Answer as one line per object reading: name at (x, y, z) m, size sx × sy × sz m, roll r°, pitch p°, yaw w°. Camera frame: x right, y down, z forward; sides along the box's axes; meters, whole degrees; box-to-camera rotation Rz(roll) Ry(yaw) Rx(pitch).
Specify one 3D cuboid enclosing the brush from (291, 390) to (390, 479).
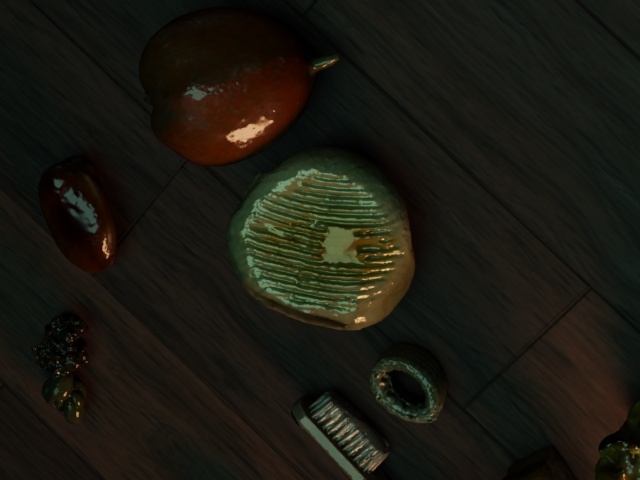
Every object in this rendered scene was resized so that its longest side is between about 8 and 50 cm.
brush at (0.092, 0.326, 1.929) m, size 0.065 × 0.070 × 0.327 m, roll -41°, pitch 91°, yaw 16°

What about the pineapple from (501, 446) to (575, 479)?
pineapple at (0.292, 0.365, 1.822) m, size 0.115 × 0.186 × 0.236 m, roll -26°, pitch 139°, yaw 20°

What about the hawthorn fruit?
hawthorn fruit at (-0.097, -0.202, 1.768) m, size 0.251 × 0.199 × 0.199 m, roll -14°, pitch 102°, yaw 11°

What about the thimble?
thimble at (0.119, 0.191, 1.872) m, size 0.084 × 0.062 × 0.110 m, roll -39°, pitch 90°, yaw 27°

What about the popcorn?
popcorn at (0.431, 0.258, 1.704) m, size 0.168 × 0.195 × 0.173 m, roll -19°, pitch 95°, yaw 32°

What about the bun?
bun at (0.000, 0.000, 1.808) m, size 0.244 × 0.153 × 0.243 m, roll 0°, pitch 93°, yaw 5°

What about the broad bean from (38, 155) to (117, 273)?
broad bean at (-0.329, -0.032, 1.952) m, size 0.114 × 0.084 × 0.165 m, roll -3°, pitch 111°, yaw 57°

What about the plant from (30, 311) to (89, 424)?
plant at (-0.368, 0.183, 2.043) m, size 0.085 × 0.087 × 0.174 m, roll 29°, pitch 124°, yaw 49°
